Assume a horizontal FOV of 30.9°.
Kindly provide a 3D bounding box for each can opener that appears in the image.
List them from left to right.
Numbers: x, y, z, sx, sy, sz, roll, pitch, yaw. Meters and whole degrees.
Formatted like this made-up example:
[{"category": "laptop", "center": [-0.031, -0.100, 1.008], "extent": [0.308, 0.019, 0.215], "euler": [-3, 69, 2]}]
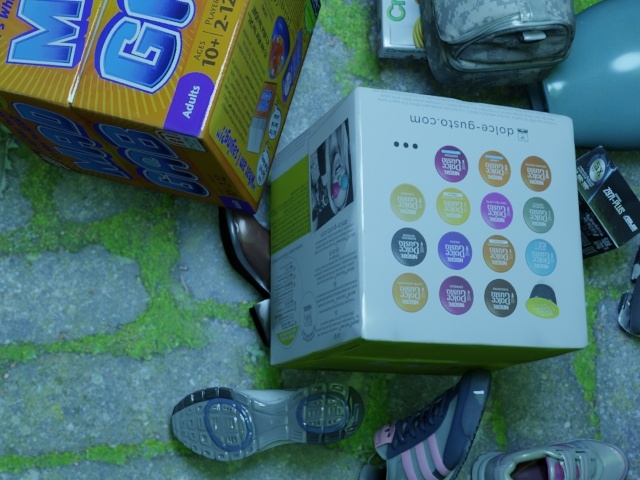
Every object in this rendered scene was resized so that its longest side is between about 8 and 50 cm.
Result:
[{"category": "can opener", "center": [0.567, 0.028, 1.904], "extent": [0.076, 0.095, 0.284], "euler": [23, 78, -7]}]

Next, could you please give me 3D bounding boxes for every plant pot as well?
[{"category": "plant pot", "center": [0.468, -0.259, 1.861], "extent": [0.255, 0.271, 0.272], "euler": [-15, 84, 3]}]

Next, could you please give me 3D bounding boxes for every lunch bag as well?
[{"category": "lunch bag", "center": [0.260, -0.396, 1.665], "extent": [0.212, 0.256, 0.305], "euler": [-3, 80, -9]}]

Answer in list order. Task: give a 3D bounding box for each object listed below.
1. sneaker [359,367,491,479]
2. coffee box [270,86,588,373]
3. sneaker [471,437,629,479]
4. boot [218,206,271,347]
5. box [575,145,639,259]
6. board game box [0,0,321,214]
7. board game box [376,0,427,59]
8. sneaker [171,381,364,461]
[{"category": "sneaker", "center": [0.148, 0.293, 1.697], "extent": [0.131, 0.319, 0.112], "euler": [24, 37, 4]}, {"category": "coffee box", "center": [0.138, 0.011, 1.647], "extent": [0.337, 0.338, 0.335], "euler": [5, 76, -22]}, {"category": "sneaker", "center": [0.370, 0.367, 1.805], "extent": [0.252, 0.111, 0.103], "euler": [-7, 82, -11]}, {"category": "boot", "center": [0.000, 0.000, 1.807], "extent": [0.280, 0.096, 0.264], "euler": [-22, 85, -14]}, {"category": "box", "center": [0.424, -0.055, 1.847], "extent": [0.077, 0.180, 0.147], "euler": [-33, 88, -13]}, {"category": "board game box", "center": [-0.236, -0.286, 1.630], "extent": [0.356, 0.356, 0.356], "euler": [14, 78, 11]}, {"category": "board game box", "center": [0.184, -0.436, 1.820], "extent": [0.192, 0.053, 0.305], "euler": [0, 80, -9]}, {"category": "sneaker", "center": [-0.076, 0.271, 1.746], "extent": [0.297, 0.129, 0.111], "euler": [-3, 83, 8]}]
